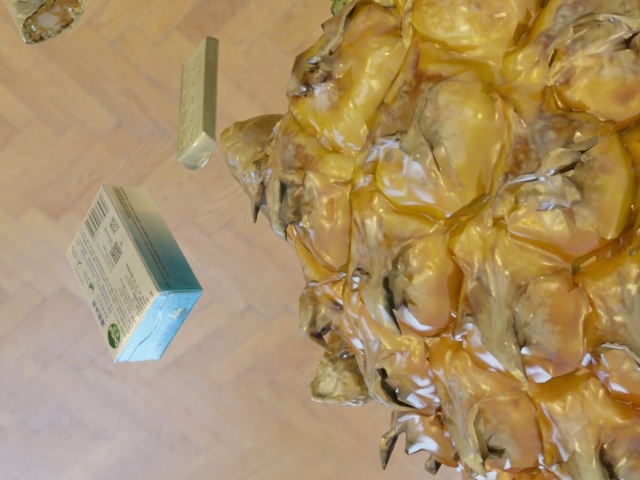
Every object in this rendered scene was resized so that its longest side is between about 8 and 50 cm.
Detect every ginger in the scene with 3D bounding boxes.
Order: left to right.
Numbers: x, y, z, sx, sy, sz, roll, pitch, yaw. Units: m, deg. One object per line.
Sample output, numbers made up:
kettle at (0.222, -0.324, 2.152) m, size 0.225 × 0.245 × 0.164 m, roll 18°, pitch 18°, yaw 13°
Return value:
ginger at (0.000, 0.000, 0.789) m, size 0.131 × 0.294 × 0.086 m, roll 24°, pitch 121°, yaw -31°

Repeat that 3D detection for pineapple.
pineapple at (0.149, -0.024, 0.545) m, size 0.352 × 0.352 × 0.300 m, roll -40°, pitch 79°, yaw 29°

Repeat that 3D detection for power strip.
power strip at (-0.157, -0.191, 1.395) m, size 0.027 × 0.253 × 0.060 m, roll 26°, pitch 129°, yaw -28°

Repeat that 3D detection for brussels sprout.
brussels sprout at (0.045, -0.299, 1.467) m, size 0.046 × 0.051 × 0.083 m, roll -22°, pitch 82°, yaw 0°

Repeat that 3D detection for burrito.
burrito at (-0.321, -0.299, 1.161) m, size 0.087 × 0.226 × 0.060 m, roll -22°, pitch 144°, yaw -20°

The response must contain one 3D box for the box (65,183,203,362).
box at (-0.247, 0.042, 1.396) m, size 0.073 × 0.194 × 0.139 m, roll 0°, pitch 136°, yaw -42°
